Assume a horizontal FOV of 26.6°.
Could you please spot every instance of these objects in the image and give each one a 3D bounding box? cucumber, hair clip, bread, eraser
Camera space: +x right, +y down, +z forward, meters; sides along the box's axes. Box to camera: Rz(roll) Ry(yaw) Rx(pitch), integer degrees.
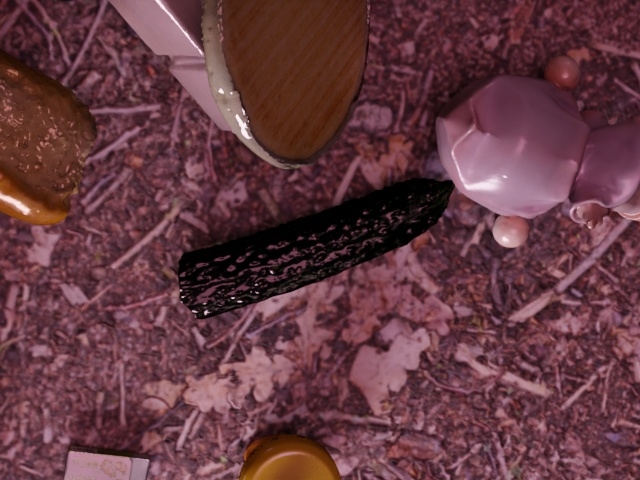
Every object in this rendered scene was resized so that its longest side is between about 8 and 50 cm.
[{"bbox_3d":[0.001,0.002,1.342,0.300,0.072,0.072,-19,105,-6],"label":"cucumber"},{"bbox_3d":[-0.125,-0.222,1.178,0.331,0.085,0.101,52,52,-44],"label":"hair clip"},{"bbox_3d":[-0.293,-0.106,1.169,0.174,0.245,0.121,25,99,-35],"label":"bread"},{"bbox_3d":[-0.029,-0.197,1.226,0.040,0.267,0.267,7,105,30],"label":"bread"},{"bbox_3d":[-0.217,0.232,1.378,0.083,0.019,0.038,9,99,-13],"label":"eraser"}]

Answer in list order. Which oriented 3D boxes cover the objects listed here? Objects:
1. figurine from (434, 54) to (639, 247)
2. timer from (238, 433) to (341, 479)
[{"bbox_3d":[0.237,-0.081,1.338,0.276,0.133,0.200,15,96,-15],"label":"figurine"},{"bbox_3d":[-0.031,0.253,1.372,0.107,0.109,0.107,-2,103,-11],"label":"timer"}]
